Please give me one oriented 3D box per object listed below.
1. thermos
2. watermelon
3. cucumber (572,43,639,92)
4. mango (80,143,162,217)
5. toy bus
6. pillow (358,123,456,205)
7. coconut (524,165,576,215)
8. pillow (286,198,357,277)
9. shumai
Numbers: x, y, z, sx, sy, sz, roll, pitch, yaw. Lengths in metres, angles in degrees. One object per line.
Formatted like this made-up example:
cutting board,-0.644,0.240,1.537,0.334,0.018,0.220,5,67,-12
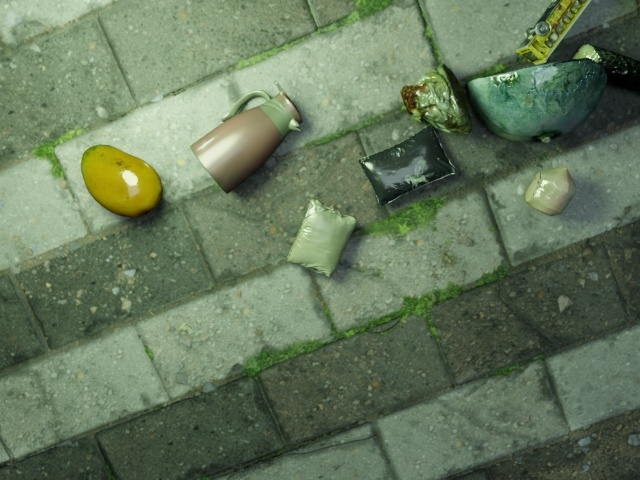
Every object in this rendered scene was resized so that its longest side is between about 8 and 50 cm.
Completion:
thermos,-0.177,-0.260,1.348,0.265,0.146,0.176,-39,72,-1
watermelon,0.523,-0.316,1.294,0.321,0.188,0.175,-8,98,4
cucumber,0.734,-0.407,1.335,0.241,0.074,0.075,16,100,-3
mango,-0.500,-0.145,1.375,0.221,0.120,0.152,25,96,4
toy bus,0.564,-0.533,1.315,0.074,0.081,0.226,35,95,-10
pillow,0.218,-0.187,1.390,0.208,0.055,0.141,-27,89,5
coconut,0.572,-0.129,1.369,0.110,0.110,0.125,23,106,-3
pillow,0.000,0.000,1.411,0.134,0.078,0.182,25,100,-4
shumai,0.276,-0.315,1.329,0.141,0.184,0.184,-23,99,28
